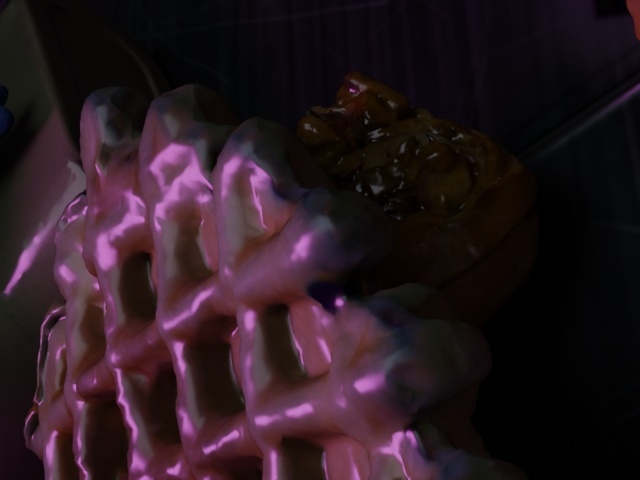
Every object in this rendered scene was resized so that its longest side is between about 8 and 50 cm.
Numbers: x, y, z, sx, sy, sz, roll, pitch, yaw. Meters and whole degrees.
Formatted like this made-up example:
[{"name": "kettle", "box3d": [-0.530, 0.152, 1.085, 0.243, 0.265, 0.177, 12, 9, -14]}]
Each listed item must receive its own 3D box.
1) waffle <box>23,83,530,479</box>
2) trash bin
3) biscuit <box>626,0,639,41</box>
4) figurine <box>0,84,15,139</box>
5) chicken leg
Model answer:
[{"name": "waffle", "box3d": [-0.034, 0.108, 0.603, 0.292, 0.056, 0.309, 38, 123, 48]}, {"name": "trash bin", "box3d": [-0.171, 0.021, 0.881, 0.247, 0.121, 0.243, -50, 37, 17]}, {"name": "biscuit", "box3d": [0.220, -0.145, 0.491, 0.269, 0.051, 0.376, 14, 81, 56]}, {"name": "figurine", "box3d": [-0.309, 0.025, 0.798, 0.298, 0.243, 0.416, -33, 22, 45]}, {"name": "chicken leg", "box3d": [0.001, 0.003, 0.677, 0.085, 0.101, 0.207, -44, 12, -31]}]
